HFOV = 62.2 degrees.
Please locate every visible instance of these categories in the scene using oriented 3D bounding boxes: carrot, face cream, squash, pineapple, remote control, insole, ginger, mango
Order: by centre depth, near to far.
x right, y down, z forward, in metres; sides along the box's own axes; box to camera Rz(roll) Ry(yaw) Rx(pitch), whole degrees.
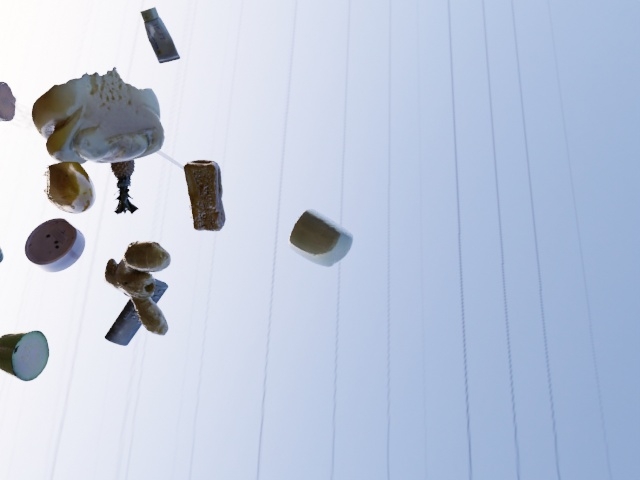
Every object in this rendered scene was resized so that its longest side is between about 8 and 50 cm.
[{"bbox_3d":[-0.712,-0.151,1.513,0.252,0.126,0.154,14,-61,53],"label":"mango"},{"bbox_3d":[-1.001,0.375,1.765,0.123,0.170,0.170,8,-105,10],"label":"squash"},{"bbox_3d":[-0.655,0.118,1.842,0.348,0.122,0.363,26,-48,25],"label":"ginger"},{"bbox_3d":[-1.278,-0.499,1.978,0.254,0.196,0.196,-3,-115,2],"label":"carrot"},{"bbox_3d":[-0.569,-0.306,2.026,0.322,0.109,0.007,33,-82,10],"label":"insole"},{"bbox_3d":[-0.759,0.295,2.180,0.377,0.107,0.044,-50,-146,24],"label":"remote control"},{"bbox_3d":[-0.688,-0.871,2.261,0.114,0.224,0.070,-5,-148,20],"label":"face cream"},{"bbox_3d":[-0.906,-0.258,2.459,0.130,0.119,0.277,1,-84,6],"label":"pineapple"}]

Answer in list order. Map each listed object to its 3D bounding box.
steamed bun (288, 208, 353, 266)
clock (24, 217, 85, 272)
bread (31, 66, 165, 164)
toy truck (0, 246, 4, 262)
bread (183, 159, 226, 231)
[{"bbox_3d":[0.000,0.000,1.753,0.200,0.250,0.155,32,-83,8],"label":"steamed bun"},{"bbox_3d":[-0.966,0.017,1.935,0.197,0.068,0.197,-3,-120,6],"label":"clock"},{"bbox_3d":[-0.723,-0.398,1.786,0.245,0.424,0.329,53,-54,19],"label":"bread"},{"bbox_3d":[-1.161,-0.012,1.810,0.125,0.101,0.242,49,-32,23],"label":"toy truck"},{"bbox_3d":[-0.416,-0.159,1.900,0.139,0.271,0.077,2,-146,6],"label":"bread"}]
